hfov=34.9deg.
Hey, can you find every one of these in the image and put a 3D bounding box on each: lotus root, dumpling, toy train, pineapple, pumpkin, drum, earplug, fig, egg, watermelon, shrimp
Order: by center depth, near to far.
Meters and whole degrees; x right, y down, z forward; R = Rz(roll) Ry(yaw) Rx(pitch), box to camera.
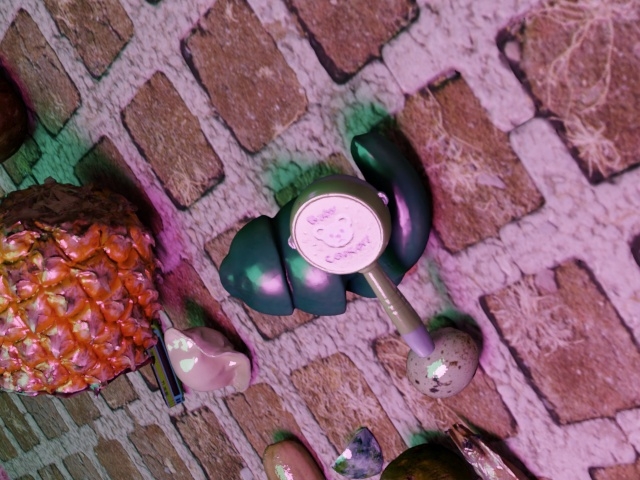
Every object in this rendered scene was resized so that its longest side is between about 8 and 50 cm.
[{"bbox_3d":[0.074,0.024,1.181,0.253,0.049,0.130,40,118,-15],"label":"drum"},{"bbox_3d":[0.001,0.005,1.273,0.257,0.280,0.164,61,-169,-74],"label":"earplug"},{"bbox_3d":[0.154,0.151,1.276,0.085,0.085,0.110,45,136,15],"label":"egg"},{"bbox_3d":[0.244,0.335,1.357,0.223,0.047,0.126,48,154,9],"label":"shrimp"},{"bbox_3d":[0.161,0.358,1.411,0.156,0.123,0.123,53,146,-15],"label":"fig"},{"bbox_3d":[0.060,0.324,1.572,0.061,0.085,0.085,-137,24,-73],"label":"watermelon"},{"bbox_3d":[-0.432,0.066,1.686,0.352,0.352,0.300,20,122,40],"label":"pineapple"},{"bbox_3d":[-0.180,0.201,1.703,0.134,0.100,0.169,2,122,32],"label":"dumpling"},{"bbox_3d":[-0.034,0.420,1.719,0.090,0.077,0.183,-18,102,54],"label":"lotus root"},{"bbox_3d":[-0.636,-0.230,1.843,0.219,0.162,0.219,34,141,34],"label":"pumpkin"},{"bbox_3d":[-0.301,0.211,1.897,0.044,0.042,0.209,35,144,61],"label":"toy train"}]
